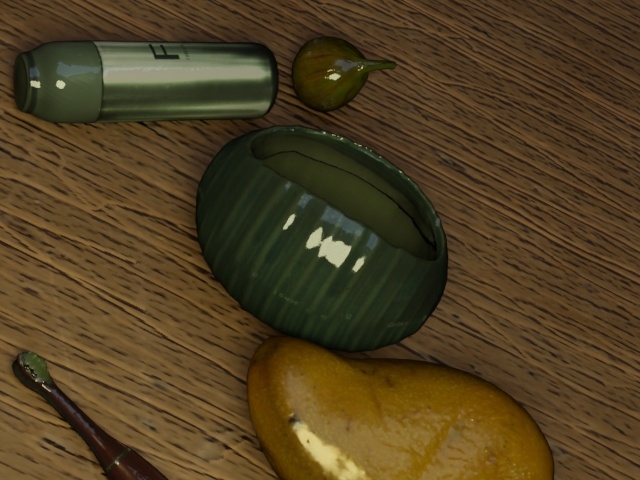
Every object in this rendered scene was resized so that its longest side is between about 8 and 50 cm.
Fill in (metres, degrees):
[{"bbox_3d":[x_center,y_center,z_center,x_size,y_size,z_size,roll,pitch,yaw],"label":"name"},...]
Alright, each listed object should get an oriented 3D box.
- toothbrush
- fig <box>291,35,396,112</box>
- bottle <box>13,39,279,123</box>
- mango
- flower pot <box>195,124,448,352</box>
[{"bbox_3d":[-0.129,0.225,1.301,0.364,0.041,0.041,45,53,8],"label":"toothbrush"},{"bbox_3d":[0.018,-0.172,1.583,0.084,0.098,0.082,9,77,-42],"label":"fig"},{"bbox_3d":[-0.169,-0.156,1.507,0.254,0.079,0.096,-4,23,-26],"label":"bottle"},{"bbox_3d":[0.065,0.183,1.363,0.295,0.120,0.177,18,61,-9],"label":"mango"},{"bbox_3d":[0.000,0.000,1.415,0.243,0.157,0.189,31,33,6],"label":"flower pot"}]
